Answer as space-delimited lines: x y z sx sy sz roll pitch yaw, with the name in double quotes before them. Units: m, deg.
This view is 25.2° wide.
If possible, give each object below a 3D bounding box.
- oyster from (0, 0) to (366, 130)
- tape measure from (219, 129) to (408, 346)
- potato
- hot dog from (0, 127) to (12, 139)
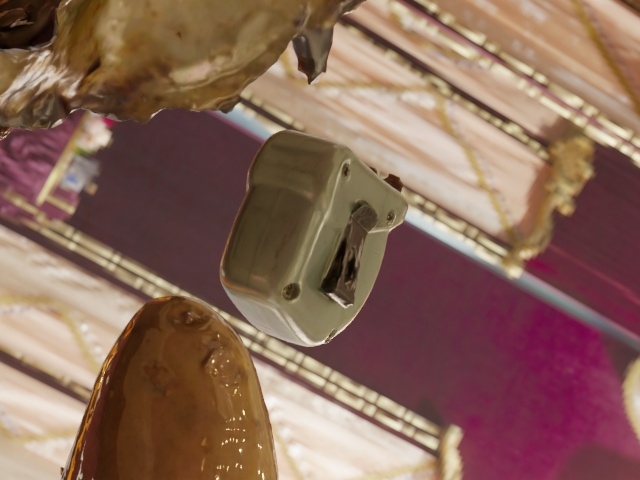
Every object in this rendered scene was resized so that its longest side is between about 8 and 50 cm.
"oyster" -0.002 -0.168 0.485 0.361 0.096 0.221 -50 169 35
"tape measure" 0.000 -0.001 1.657 0.243 0.125 0.246 34 73 -62
"potato" -0.090 0.157 0.812 0.161 0.128 0.234 41 -59 42
"hot dog" -0.307 -0.136 1.335 0.035 0.058 0.083 158 -60 -66
